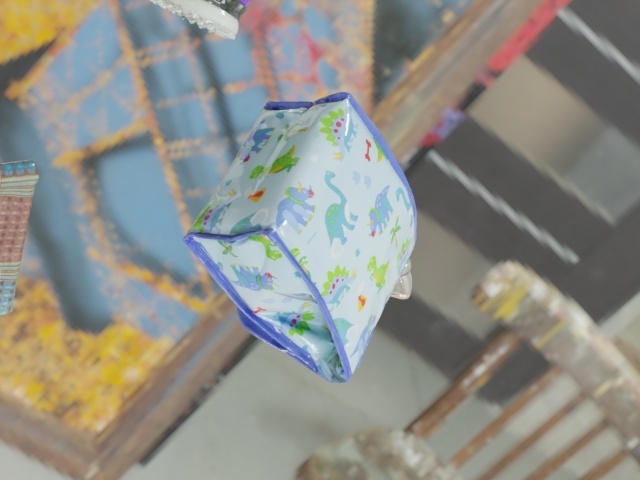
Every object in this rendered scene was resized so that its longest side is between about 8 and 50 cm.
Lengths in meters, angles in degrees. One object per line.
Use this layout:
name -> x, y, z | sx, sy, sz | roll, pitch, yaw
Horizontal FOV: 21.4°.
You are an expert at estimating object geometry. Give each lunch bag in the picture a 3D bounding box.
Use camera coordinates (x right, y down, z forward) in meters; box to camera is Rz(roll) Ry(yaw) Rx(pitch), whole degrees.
lunch bag -> 0.000, 0.000, 1.104 | 0.151, 0.096, 0.129 | 51, 53, -33

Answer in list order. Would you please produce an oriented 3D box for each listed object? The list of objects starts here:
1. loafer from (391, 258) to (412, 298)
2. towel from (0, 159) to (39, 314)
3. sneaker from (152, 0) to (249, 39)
loafer -> 0.027, 0.033, 1.583 | 0.045, 0.125, 0.039 | -40, 128, -52
towel -> -0.543, 0.029, 2.124 | 0.370, 0.271, 0.040 | -11, 49, -31
sneaker -> -0.194, -0.355, 1.915 | 0.293, 0.146, 0.102 | 29, 1, 0
